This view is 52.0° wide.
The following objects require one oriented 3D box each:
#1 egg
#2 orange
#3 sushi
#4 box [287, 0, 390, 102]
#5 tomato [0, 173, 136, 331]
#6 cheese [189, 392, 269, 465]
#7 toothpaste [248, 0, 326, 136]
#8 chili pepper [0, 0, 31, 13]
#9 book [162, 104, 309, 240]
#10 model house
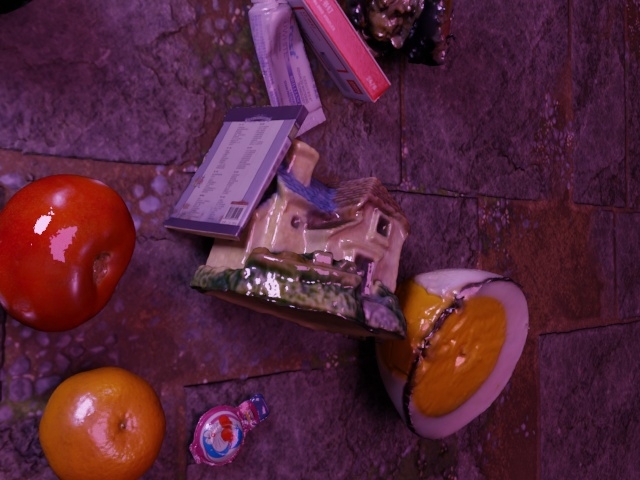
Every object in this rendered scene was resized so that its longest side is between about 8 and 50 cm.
[{"bbox_3d":[0.224,0.182,1.239,0.337,0.201,0.337,-17,124,-27],"label":"egg"},{"bbox_3d":[-0.281,0.241,0.846,0.159,0.136,0.159,16,66,-40],"label":"orange"},{"bbox_3d":[0.144,-0.440,1.205,0.225,0.219,0.238,89,7,-46],"label":"sushi"},{"bbox_3d":[0.021,-0.343,1.129,0.050,0.123,0.229,-44,119,-7],"label":"box"},{"bbox_3d":[-0.317,0.012,0.800,0.195,0.136,0.195,19,90,-80],"label":"tomato"},{"bbox_3d":[-0.141,0.295,1.029,0.145,0.038,0.095,-31,108,-36],"label":"cheese"},{"bbox_3d":[-0.066,-0.314,1.101,0.099,0.068,0.282,-22,112,-11],"label":"toothpaste"},{"bbox_3d":[-0.370,-0.337,0.705,0.174,0.261,0.165,2,83,-45],"label":"chili pepper"},{"bbox_3d":[-0.125,-0.106,0.977,0.026,0.157,0.231,48,59,-45],"label":"book"},{"bbox_3d":[0.000,0.000,1.018,0.321,0.261,0.266,26,70,-43],"label":"model house"}]
